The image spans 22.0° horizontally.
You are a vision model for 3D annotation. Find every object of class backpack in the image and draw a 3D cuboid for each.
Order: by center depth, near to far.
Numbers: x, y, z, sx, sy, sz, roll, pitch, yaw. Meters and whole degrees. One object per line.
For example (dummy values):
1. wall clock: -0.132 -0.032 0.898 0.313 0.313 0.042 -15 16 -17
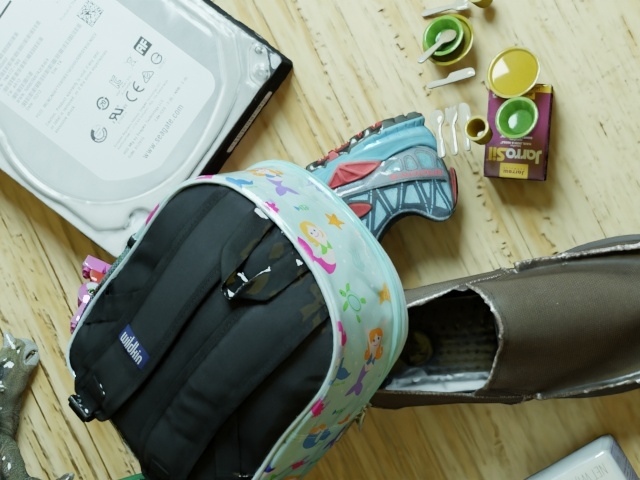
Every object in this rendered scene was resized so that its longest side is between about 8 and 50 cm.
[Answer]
1. backpack: -0.053 0.067 1.284 0.225 0.191 0.253 48 128 21

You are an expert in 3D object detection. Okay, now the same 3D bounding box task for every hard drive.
1. hard drive: -0.226 -0.165 1.479 0.339 0.064 0.237 38 98 8

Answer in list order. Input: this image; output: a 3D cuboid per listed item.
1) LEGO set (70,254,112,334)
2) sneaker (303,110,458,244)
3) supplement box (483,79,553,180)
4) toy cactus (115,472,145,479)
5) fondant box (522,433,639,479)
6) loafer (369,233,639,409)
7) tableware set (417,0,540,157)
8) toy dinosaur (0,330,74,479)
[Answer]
1. LEGO set: -0.126 0.116 1.443 0.227 0.087 0.093 24 56 7
2. sneaker: 0.000 0.000 1.421 0.262 0.104 0.125 -32 88 11
3. supplement box: 0.170 -0.094 1.413 0.055 0.043 0.083 4 94 10
4. toy cactus: -0.140 0.236 1.468 0.219 0.112 0.180 0 83 19
5. fondant box: 0.226 0.367 1.397 0.238 0.096 0.330 -31 88 10
6. loafer: 0.172 0.084 1.376 0.366 0.130 0.134 -14 90 11
7. tableware set: 0.133 -0.149 1.392 0.104 0.024 0.154 -14 66 22
8. toy dinosaur: -0.320 0.228 1.443 0.160 0.313 0.121 39 130 -14
